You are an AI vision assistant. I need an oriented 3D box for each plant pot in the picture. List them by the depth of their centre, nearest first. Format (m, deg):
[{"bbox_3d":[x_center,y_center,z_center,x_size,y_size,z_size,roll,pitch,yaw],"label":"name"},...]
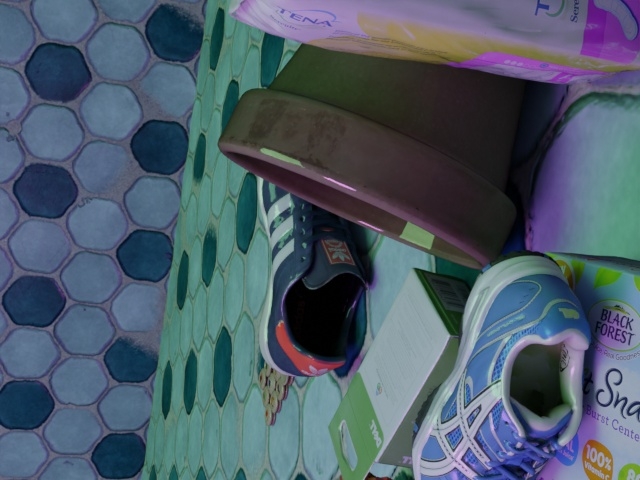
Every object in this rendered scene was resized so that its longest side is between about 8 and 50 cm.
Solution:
[{"bbox_3d":[0.072,-0.127,0.709,0.229,0.263,0.263,-67,19,-1],"label":"plant pot"}]

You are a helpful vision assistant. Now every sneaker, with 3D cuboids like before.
[{"bbox_3d":[0.110,0.115,0.512,0.081,0.080,0.211,-111,27,-66],"label":"sneaker"},{"bbox_3d":[0.000,0.000,1.043,0.148,0.131,0.350,173,96,-64],"label":"sneaker"}]

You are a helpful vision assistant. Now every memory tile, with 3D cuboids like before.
[{"bbox_3d":[-0.074,0.222,1.340,0.113,0.012,0.148,-104,28,-44],"label":"memory tile"}]

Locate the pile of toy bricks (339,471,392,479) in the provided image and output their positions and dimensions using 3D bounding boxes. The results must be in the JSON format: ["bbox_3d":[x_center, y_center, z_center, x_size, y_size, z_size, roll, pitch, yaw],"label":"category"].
[{"bbox_3d":[0.080,0.312,0.764,0.105,0.118,0.212,-19,47,27],"label":"pile of toy bricks"}]

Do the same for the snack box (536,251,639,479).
[{"bbox_3d":[0.194,0.121,0.493,0.174,0.070,0.207,-158,74,-72],"label":"snack box"}]

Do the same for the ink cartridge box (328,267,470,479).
[{"bbox_3d":[0.084,0.143,0.783,0.209,0.062,0.109,-65,24,24],"label":"ink cartridge box"}]

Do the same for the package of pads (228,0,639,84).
[{"bbox_3d":[0.094,-0.229,0.546,0.101,0.296,0.229,-170,86,-69],"label":"package of pads"}]
